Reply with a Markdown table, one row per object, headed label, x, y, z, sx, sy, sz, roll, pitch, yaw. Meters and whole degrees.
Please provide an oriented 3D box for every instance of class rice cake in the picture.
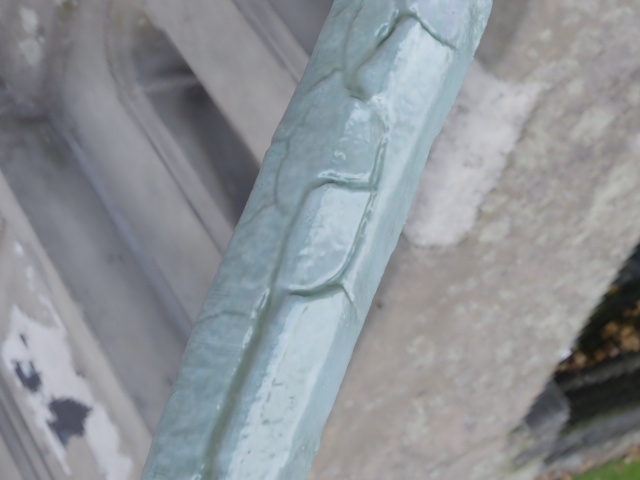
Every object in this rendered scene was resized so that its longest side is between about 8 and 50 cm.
| label | x | y | z | sx | sy | sz | roll | pitch | yaw |
| --- | --- | --- | --- | --- | --- | --- | --- | --- | --- |
| rice cake | 0.000 | 0.000 | 0.652 | 0.066 | 0.063 | 0.336 | 40 | 63 | -48 |
